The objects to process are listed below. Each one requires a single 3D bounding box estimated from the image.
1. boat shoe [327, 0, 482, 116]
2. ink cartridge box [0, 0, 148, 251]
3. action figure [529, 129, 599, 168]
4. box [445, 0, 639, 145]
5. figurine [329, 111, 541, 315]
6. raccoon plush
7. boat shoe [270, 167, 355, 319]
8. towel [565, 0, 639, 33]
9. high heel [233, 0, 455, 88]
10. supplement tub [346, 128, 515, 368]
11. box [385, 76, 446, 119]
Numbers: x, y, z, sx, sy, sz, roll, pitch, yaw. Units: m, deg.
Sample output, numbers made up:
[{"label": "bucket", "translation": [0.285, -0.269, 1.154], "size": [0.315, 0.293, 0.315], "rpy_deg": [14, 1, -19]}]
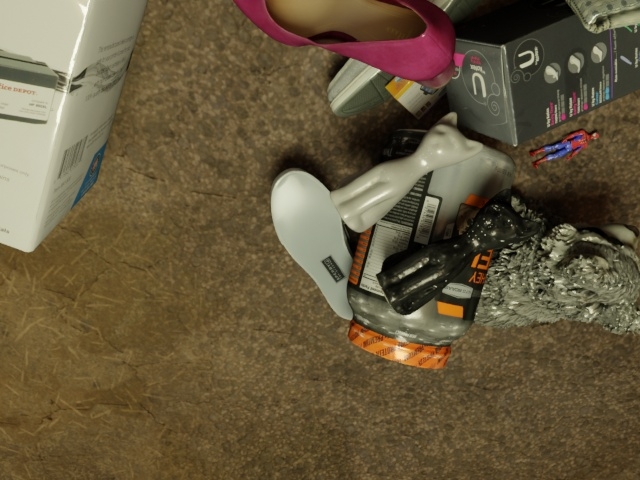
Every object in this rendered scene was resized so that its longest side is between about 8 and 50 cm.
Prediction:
[{"label": "boat shoe", "translation": [0.122, -0.319, 0.878], "size": [0.320, 0.118, 0.103], "rpy_deg": [-46, 72, 19]}, {"label": "ink cartridge box", "translation": [-0.367, -0.232, 0.783], "size": [0.166, 0.285, 0.395], "rpy_deg": [21, 111, -12]}, {"label": "action figure", "translation": [0.420, -0.159, 1.006], "size": [0.115, 0.030, 0.038], "rpy_deg": [-24, 109, 5]}, {"label": "box", "translation": [0.328, -0.264, 0.836], "size": [0.270, 0.165, 0.143], "rpy_deg": [-25, 119, -12]}, {"label": "figurine", "translation": [0.145, -0.043, 0.781], "size": [0.209, 0.092, 0.215], "rpy_deg": [-32, 72, 12]}, {"label": "raccoon plush", "translation": [0.332, 0.129, 0.984], "size": [0.216, 0.299, 0.447], "rpy_deg": [25, 111, -14]}, {"label": "boat shoe", "translation": [0.004, -0.002, 1.012], "size": [0.113, 0.105, 0.306], "rpy_deg": [-34, 119, 4]}, {"label": "towel", "translation": [0.443, -0.403, 0.766], "size": [0.324, 0.312, 0.056], "rpy_deg": [-13, 146, 3]}, {"label": "high heel", "translation": [0.006, -0.314, 0.761], "size": [0.377, 0.181, 0.127], "rpy_deg": [25, 97, 16]}, {"label": "supplement tub", "translation": [0.163, 0.012, 0.923], "size": [0.207, 0.207, 0.338], "rpy_deg": [14, 94, -10]}, {"label": "box", "translation": [0.159, -0.239, 0.917], "size": [0.081, 0.136, 0.028], "rpy_deg": [-44, 70, 15]}]
